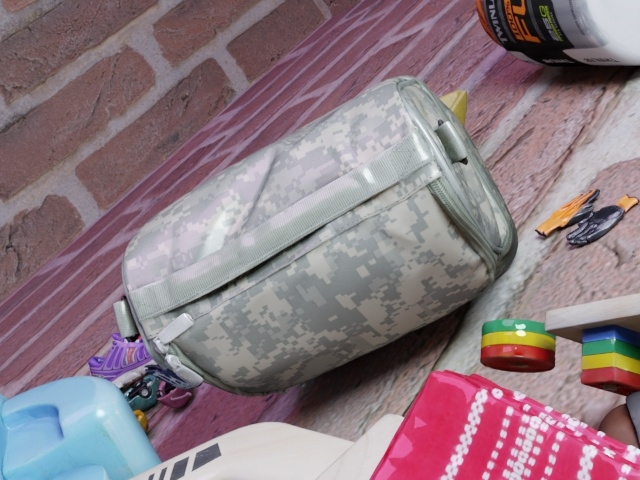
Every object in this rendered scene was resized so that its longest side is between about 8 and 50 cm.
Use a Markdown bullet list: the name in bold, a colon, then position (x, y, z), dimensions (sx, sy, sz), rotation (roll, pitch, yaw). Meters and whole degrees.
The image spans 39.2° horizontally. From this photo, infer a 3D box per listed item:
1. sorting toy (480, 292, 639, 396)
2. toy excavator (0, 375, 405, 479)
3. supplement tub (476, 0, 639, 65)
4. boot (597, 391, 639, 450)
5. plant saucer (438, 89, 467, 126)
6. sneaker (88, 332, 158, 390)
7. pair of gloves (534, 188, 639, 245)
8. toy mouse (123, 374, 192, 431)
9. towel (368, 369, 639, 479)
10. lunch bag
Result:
- **sorting toy**: position (0.222, 0.064, 0.486), dimensions (0.274, 0.132, 0.046), rotation (-21, 57, 53)
- **toy excavator**: position (-0.165, 0.211, 0.704), dimensions (0.445, 0.222, 0.433), rotation (-29, 18, -8)
- **supplement tub**: position (0.332, -0.317, 1.133), dimensions (0.194, 0.193, 0.316), rotation (-37, 17, -7)
- **boot**: position (0.074, 0.219, 0.435), dimensions (0.280, 0.096, 0.264), rotation (-32, 30, 28)
- **plant saucer**: position (0.025, -0.033, 1.151), dimensions (0.333, 0.081, 0.333), rotation (-21, 23, 40)
- **sneaker**: position (-0.235, 0.142, 1.161), dimensions (0.170, 0.071, 0.068), rotation (-30, -5, 16)
- **pair of gloves**: position (0.246, -0.022, 0.830), dimensions (0.074, 0.010, 0.083), rotation (-37, 20, -8)
- **toy mouse**: position (-0.194, 0.187, 1.063), dimensions (0.161, 0.031, 0.143), rotation (-25, 21, 29)
- **towel**: position (0.094, 0.169, 0.312), dimensions (0.275, 0.031, 0.198), rotation (20, 72, 49)
- **lunch bag**: position (0.000, 0.000, 0.776), dimensions (0.305, 0.212, 0.256), rotation (-29, -11, 14)
